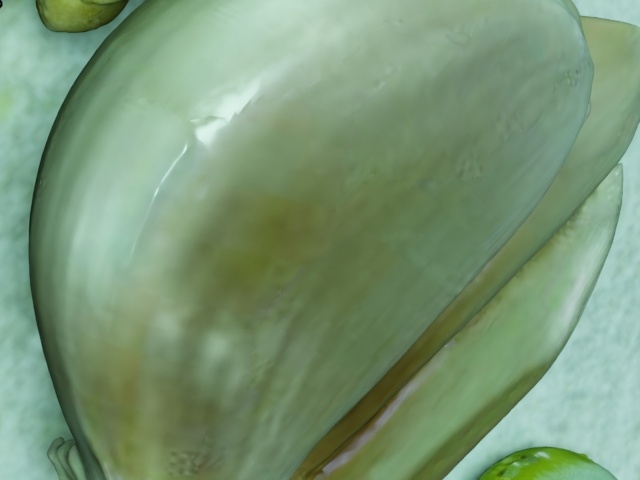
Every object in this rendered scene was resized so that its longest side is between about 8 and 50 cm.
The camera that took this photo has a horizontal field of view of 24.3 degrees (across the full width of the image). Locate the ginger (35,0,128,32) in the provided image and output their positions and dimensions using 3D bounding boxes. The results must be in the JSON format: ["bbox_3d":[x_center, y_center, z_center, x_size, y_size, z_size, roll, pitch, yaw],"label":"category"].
[{"bbox_3d":[-0.037,-0.178,0.585,0.102,0.157,0.216,33,70,4],"label":"ginger"}]

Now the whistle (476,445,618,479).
[{"bbox_3d":[0.122,0.195,0.755,0.104,0.057,0.198,-30,114,-25],"label":"whistle"}]

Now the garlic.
[{"bbox_3d":[0.001,0.001,0.607,0.325,0.132,0.279,-55,145,-8],"label":"garlic"}]

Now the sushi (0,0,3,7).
[{"bbox_3d":[-0.180,-0.064,0.544,0.147,0.115,0.212,-4,100,-31],"label":"sushi"}]
